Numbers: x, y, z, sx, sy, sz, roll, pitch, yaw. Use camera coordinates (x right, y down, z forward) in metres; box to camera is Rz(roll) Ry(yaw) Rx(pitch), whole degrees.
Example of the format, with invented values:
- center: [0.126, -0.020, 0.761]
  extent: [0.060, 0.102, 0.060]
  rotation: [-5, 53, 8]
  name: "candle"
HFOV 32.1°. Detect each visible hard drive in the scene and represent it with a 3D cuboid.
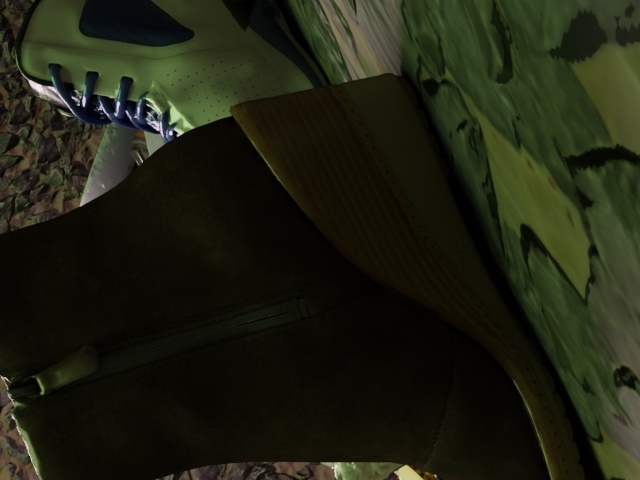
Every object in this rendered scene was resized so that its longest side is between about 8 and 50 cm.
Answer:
- center: [-0.199, -0.150, 1.389]
  extent: [0.054, 0.255, 0.172]
  rotation: [35, -151, 13]
  name: "hard drive"

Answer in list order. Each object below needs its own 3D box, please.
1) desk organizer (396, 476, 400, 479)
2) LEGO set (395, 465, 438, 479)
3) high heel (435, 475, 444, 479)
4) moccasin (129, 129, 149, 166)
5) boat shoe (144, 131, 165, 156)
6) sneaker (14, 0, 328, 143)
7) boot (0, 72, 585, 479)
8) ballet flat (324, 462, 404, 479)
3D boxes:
- center: [0.145, 0.341, 1.372]
  extent: [0.047, 0.050, 0.130]
  rotation: [74, 170, -70]
  name: "desk organizer"
- center: [0.062, 0.172, 1.327]
  extent: [0.132, 0.107, 0.287]
  rotation: [26, -167, -29]
  name: "LEGO set"
- center: [0.021, 0.064, 0.822]
  extent: [0.186, 0.093, 0.261]
  rotation: [53, 179, 41]
  name: "high heel"
- center: [-0.116, -0.096, 1.336]
  extent: [0.139, 0.147, 0.380]
  rotation: [51, -173, 12]
  name: "moccasin"
- center: [-0.109, -0.141, 1.101]
  extent: [0.121, 0.119, 0.335]
  rotation: [-59, 26, 30]
  name: "boat shoe"
- center: [-0.100, -0.105, 0.762]
  extent: [0.127, 0.182, 0.315]
  rotation: [75, 169, -80]
  name: "sneaker"
- center: [-0.014, 0.070, 0.480]
  extent: [0.090, 0.207, 0.248]
  rotation: [-149, 34, -84]
  name: "boot"
- center: [-0.072, 0.117, 1.178]
  extent: [0.409, 0.147, 0.147]
  rotation: [38, 167, 21]
  name: "ballet flat"
